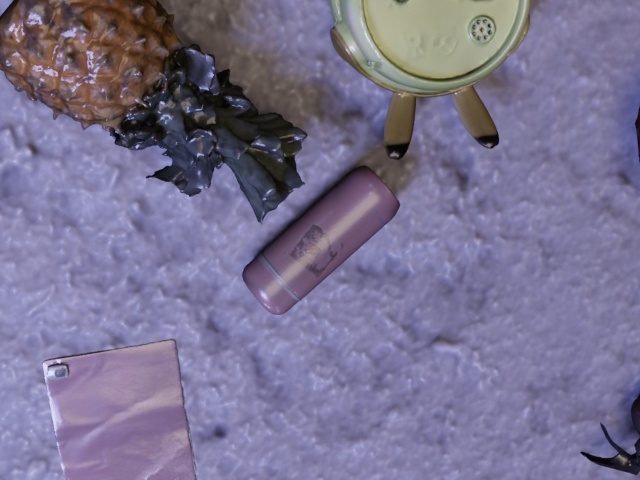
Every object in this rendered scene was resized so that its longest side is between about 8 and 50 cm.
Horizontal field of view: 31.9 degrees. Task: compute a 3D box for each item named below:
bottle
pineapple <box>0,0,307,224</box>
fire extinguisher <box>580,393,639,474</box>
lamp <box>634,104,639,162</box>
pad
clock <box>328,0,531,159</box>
[{"bbox_3d":[0.000,0.000,0.921,0.140,0.053,0.053,-42,108,2],"label":"bottle"},{"bbox_3d":[-0.121,-0.109,0.836,0.248,0.128,0.128,38,95,-22],"label":"pineapple"},{"bbox_3d":[0.350,0.114,1.013,0.089,0.072,0.267,39,94,-24],"label":"fire extinguisher"},{"bbox_3d":[0.344,-0.091,0.924,0.156,0.135,0.157,-17,109,-6],"label":"lamp"},{"bbox_3d":[-0.167,0.182,0.960,0.113,0.006,0.188,-9,106,-10],"label":"pad"},{"bbox_3d":[0.090,-0.184,0.882,0.170,0.069,0.232,-8,106,-10],"label":"clock"}]
